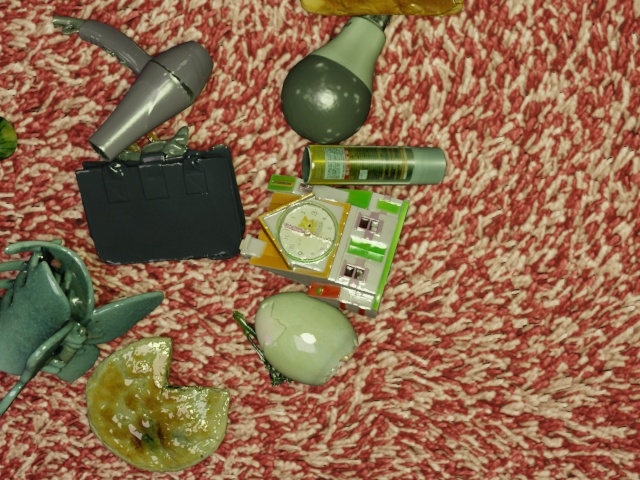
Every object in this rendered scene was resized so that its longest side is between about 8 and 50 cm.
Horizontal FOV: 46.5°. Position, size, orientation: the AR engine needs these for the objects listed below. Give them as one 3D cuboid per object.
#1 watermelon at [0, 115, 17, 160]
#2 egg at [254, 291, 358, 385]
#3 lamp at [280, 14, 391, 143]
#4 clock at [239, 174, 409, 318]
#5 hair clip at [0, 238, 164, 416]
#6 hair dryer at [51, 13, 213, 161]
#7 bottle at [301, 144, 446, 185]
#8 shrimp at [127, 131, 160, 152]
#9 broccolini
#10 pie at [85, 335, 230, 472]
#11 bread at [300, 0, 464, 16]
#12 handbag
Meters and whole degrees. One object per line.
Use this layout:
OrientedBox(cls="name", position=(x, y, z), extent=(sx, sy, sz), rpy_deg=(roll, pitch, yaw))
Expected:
OrientedBox(cls="watermelon", position=(-0.718, -0.220, 1.620), extent=(0.105, 0.062, 0.105), rpy_deg=(1, 108, 4))
OrientedBox(cls="egg", position=(-0.039, 0.196, 1.565), extent=(0.217, 0.183, 0.183), rpy_deg=(40, 100, 11))
OrientedBox(cls="lamp", position=(0.034, -0.340, 1.508), extent=(0.182, 0.182, 0.314), rpy_deg=(21, 68, 2))
OrientedBox(cls="clock", position=(0.000, 0.000, 1.515), extent=(0.310, 0.166, 0.235), rpy_deg=(16, 76, 7))
OrientedBox(cls="hair clip", position=(-0.581, 0.168, 1.558), extent=(0.238, 0.392, 0.318), rpy_deg=(47, 116, 7))
OrientedBox(cls="hair dryer", position=(-0.434, -0.354, 1.542), extent=(0.361, 0.121, 0.301), rpy_deg=(38, 73, 15))
OrientedBox(cls="bottle", position=(0.109, -0.151, 1.502), extent=(0.286, 0.082, 0.082), rpy_deg=(-1, 99, -15))
OrientedBox(cls="shrimp", position=(-0.384, -0.199, 1.600), extent=(0.095, 0.045, 0.162), rpy_deg=(-18, 103, 7))
OrientedBox(cls="broccolini", position=(-0.132, 0.238, 1.638), extent=(0.074, 0.058, 0.201), rpy_deg=(-43, 94, 3))
OrientedBox(cls="pie", position=(-0.372, 0.381, 1.673), extent=(0.338, 0.075, 0.337), rpy_deg=(1, 99, 5))
OrientedBox(cls="bread", position=(0.116, -0.535, 1.433), extent=(0.344, 0.149, 0.195), rpy_deg=(1, 56, 4))
OrientedBox(cls="handbag", position=(-0.328, -0.091, 1.561), extent=(0.326, 0.118, 0.269), rpy_deg=(-4, 118, 4))
